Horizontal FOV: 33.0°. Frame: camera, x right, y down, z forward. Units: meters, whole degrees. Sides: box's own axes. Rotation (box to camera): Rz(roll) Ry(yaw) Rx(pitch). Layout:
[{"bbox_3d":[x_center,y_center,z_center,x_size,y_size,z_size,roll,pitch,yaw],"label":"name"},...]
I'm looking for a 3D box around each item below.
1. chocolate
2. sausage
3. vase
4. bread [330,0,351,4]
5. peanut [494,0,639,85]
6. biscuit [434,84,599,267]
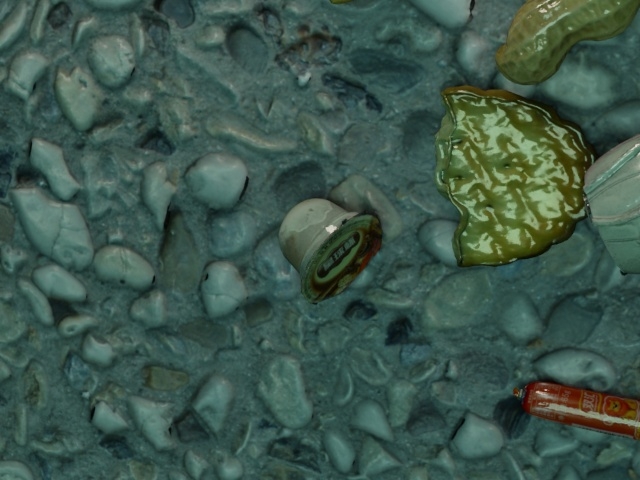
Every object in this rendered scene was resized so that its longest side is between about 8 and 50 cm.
[{"bbox_3d":[0.003,-0.001,1.998,0.147,0.221,0.221,43,120,33],"label":"chocolate"},{"bbox_3d":[0.487,0.308,1.968,0.274,0.074,0.074,10,110,17],"label":"sausage"},{"bbox_3d":[0.643,-0.109,1.667,0.446,0.250,0.249,-24,98,28],"label":"vase"},{"bbox_3d":[0.081,-0.479,1.837,0.173,0.085,0.134,-5,103,22],"label":"bread"},{"bbox_3d":[0.409,-0.362,1.745,0.298,0.120,0.136,-37,88,28],"label":"peanut"},{"bbox_3d":[0.308,-0.100,1.895,0.329,0.078,0.335,32,115,4],"label":"biscuit"}]
